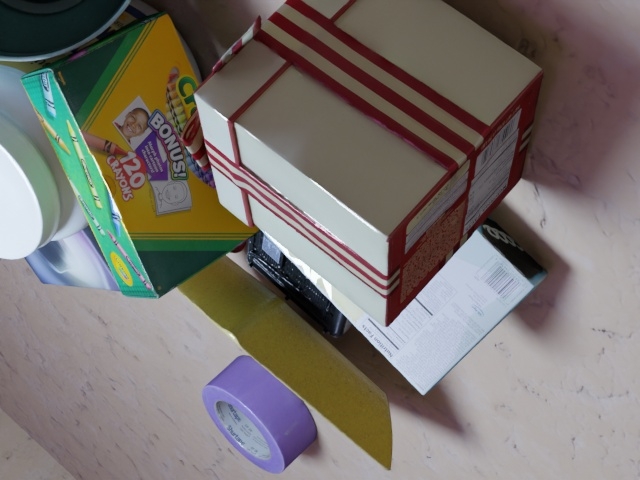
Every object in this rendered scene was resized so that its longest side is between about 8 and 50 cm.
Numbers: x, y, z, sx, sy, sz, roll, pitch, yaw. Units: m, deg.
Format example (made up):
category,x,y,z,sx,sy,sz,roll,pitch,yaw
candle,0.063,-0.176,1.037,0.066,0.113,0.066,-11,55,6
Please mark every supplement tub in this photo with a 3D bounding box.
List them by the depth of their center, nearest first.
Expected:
category,x,y,z,sx,sy,sz,roll,pitch,yaw
supplement tub,-0.314,-0.141,1.632,0.228,0.316,0.228,20,133,23

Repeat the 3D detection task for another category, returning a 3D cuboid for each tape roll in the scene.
category,x,y,z,sx,sy,sz,roll,pitch,yaw
tape roll,-0.101,0.285,2.191,0.189,0.080,0.189,37,152,24

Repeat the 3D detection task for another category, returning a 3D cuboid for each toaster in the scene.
category,x,y,z,sx,sy,sz,roll,pitch,yaw
toaster,0.000,0.000,1.620,0.168,0.110,0.186,40,152,17

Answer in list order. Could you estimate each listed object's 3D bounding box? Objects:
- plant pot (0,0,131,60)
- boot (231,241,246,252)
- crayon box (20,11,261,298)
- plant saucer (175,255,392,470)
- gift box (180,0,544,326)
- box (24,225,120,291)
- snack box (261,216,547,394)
category,x,y,z,sx,sy,sz,roll,pitch,yaw
plant pot,-0.330,-0.345,1.517,0.293,0.293,0.196,52,180,-6
boot,-0.127,-0.058,1.771,0.176,0.088,0.244,57,161,-17
crayon box,-0.197,-0.094,1.510,0.081,0.165,0.278,-2,117,51
plant saucer,-0.057,0.131,1.790,0.333,0.081,0.333,44,175,-33
gift box,0.040,-0.120,1.249,0.258,0.255,0.276,37,157,18
box,-0.372,-0.093,1.987,0.294,0.183,0.296,0,127,55
snack box,0.065,-0.010,1.460,0.322,0.060,0.187,46,117,7
